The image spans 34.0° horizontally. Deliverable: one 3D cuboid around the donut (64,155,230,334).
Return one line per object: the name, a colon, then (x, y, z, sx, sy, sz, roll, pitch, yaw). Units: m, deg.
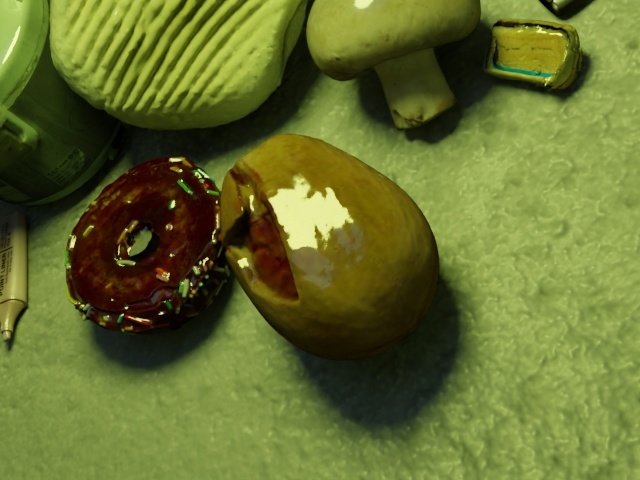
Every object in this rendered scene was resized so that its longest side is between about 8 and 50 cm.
donut: (-0.201, 0.014, 1.275, 0.235, 0.089, 0.235, -13, 59, 24)

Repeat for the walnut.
walnut: (0.000, 0.000, 1.109, 0.203, 0.203, 0.298, -42, 51, 5)

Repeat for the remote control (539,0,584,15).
remote control: (0.245, -0.341, 1.234, 0.059, 0.028, 0.212, -38, 53, 10)

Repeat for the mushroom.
mushroom: (0.089, -0.222, 1.187, 0.204, 0.204, 0.204, -13, 60, 24)

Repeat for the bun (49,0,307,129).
bun: (-0.179, -0.321, 1.292, 0.349, 0.352, 0.227, -44, 19, 16)

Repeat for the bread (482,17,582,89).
bread: (0.237, -0.208, 1.159, 0.106, 0.053, 0.072, 19, 100, 38)

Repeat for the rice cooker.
rice cooker: (-0.427, -0.206, 1.401, 0.288, 0.277, 0.288, -12, 62, 25)

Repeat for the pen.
pen: (-0.423, 0.050, 1.422, 0.053, 0.032, 0.197, -22, 56, 19)
